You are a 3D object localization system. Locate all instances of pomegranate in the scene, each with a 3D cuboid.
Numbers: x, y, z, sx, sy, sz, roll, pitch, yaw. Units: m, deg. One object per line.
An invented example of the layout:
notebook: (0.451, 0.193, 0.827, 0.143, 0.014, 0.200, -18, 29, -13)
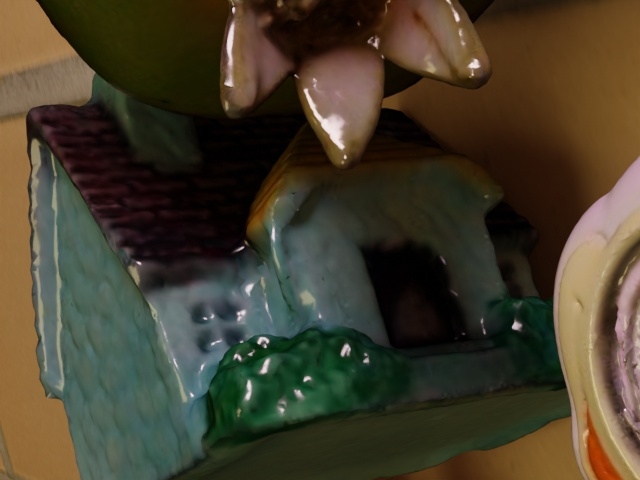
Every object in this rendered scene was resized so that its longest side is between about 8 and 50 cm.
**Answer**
pomegranate: (-0.032, -0.179, 0.616, 0.291, 0.323, 0.290, 4, 113, 8)

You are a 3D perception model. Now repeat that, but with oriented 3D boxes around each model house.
model house: (0.000, 0.000, 0.759, 0.230, 0.281, 0.248, -36, 63, 53)

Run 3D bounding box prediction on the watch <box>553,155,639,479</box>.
watch: (0.212, 0.001, 0.466, 0.211, 0.217, 0.248, 59, 141, 18)
